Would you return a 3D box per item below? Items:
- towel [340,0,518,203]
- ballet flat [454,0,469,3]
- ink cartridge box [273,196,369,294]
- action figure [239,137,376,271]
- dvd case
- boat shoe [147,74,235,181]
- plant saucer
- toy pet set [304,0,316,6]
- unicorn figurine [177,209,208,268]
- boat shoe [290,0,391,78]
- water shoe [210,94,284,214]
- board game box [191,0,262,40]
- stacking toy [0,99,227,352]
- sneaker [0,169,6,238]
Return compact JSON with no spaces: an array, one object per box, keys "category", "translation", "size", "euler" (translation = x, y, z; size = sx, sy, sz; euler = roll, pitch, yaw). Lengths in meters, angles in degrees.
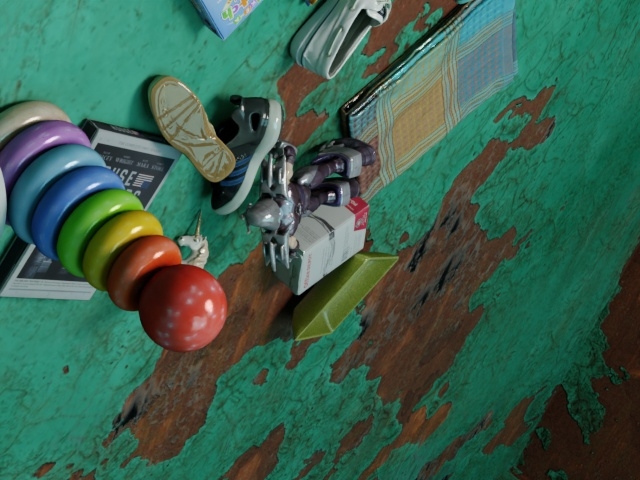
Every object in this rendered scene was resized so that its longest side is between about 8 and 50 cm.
[{"category":"towel","translation":[0.180,-0.234,2.107],"size":[0.370,0.040,0.271],"euler":[-42,153,-17]},{"category":"ballet flat","translation":[0.278,-0.500,1.833],"size":[0.409,0.147,0.147],"euler":[-46,155,-17]},{"category":"ink cartridge box","translation":[0.000,0.000,2.099],"size":[0.150,0.063,0.109],"euler":[-35,152,-30]},{"category":"action figure","translation":[-0.032,-0.063,1.889],"size":[0.285,0.099,0.185],"euler":[-29,134,-55]},{"category":"dvd case","translation":[-0.282,-0.031,1.628],"size":[0.238,0.029,0.179],"euler":[-56,155,13]},{"category":"boat shoe","translation":[-0.167,-0.141,1.634],"size":[0.063,0.059,0.170],"euler":[-39,133,-8]},{"category":"plant saucer","translation":[0.033,0.082,2.248],"size":[0.188,0.045,0.188],"euler":[-49,166,13]},{"category":"toy pet set","translation":[0.009,-0.357,1.653],"size":[0.122,0.065,0.114],"euler":[-47,-170,0]},{"category":"unicorn figurine","translation":[-0.195,0.050,1.812],"size":[0.111,0.162,0.060],"euler":[-12,149,-13]},{"category":"boat shoe","translation":[0.057,-0.307,1.753],"size":[0.226,0.076,0.083],"euler":[-53,155,6]},{"category":"water shoe","translation":[-0.118,-0.117,1.756],"size":[0.080,0.073,0.203],"euler":[14,133,-21]},{"category":"board game box","translation":[-0.095,-0.339,1.499],"size":[0.160,0.039,0.211],"euler":[-47,154,-7]},{"category":"stacking toy","translation":[-0.225,-0.005,1.398],"size":[0.141,0.330,0.141],"euler":[-38,152,-25]},{"category":"sneaker","translation":[-0.420,0.011,1.369],"size":[0.151,0.094,0.256],"euler":[-21,145,-56]}]
